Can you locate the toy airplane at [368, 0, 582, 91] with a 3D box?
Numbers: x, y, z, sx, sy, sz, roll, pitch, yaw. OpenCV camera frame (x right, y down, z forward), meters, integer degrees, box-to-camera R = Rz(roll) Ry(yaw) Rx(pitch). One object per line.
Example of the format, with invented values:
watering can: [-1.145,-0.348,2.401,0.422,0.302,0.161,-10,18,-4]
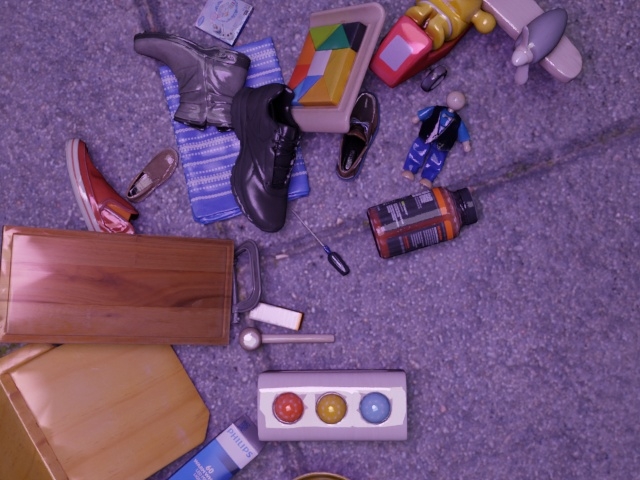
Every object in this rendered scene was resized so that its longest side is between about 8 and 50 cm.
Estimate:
toy airplane: [0.282,-0.471,1.400,0.385,0.272,0.385,1,85,5]

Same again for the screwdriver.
screwdriver: [0.000,0.000,1.513,0.025,0.024,0.170,-41,81,30]

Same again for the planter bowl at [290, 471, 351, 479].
planter bowl: [0.006,0.532,1.438,0.217,0.090,0.217,0,87,4]

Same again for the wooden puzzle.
wooden puzzle: [0.009,-0.320,1.430,0.044,0.221,0.239,18,87,-38]

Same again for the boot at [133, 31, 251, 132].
boot: [-0.263,-0.305,1.497,0.246,0.083,0.161,14,90,5]

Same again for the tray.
tray: [-0.368,0.087,1.414,0.410,0.076,0.203,4,88,-24]

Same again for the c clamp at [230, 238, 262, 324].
c clamp: [-0.157,0.082,1.488,0.022,0.137,0.161,10,70,-37]

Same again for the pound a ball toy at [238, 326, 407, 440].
pound a ball toy: [-0.001,0.267,1.436,0.319,0.136,0.208,0,86,4]

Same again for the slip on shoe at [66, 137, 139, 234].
slip on shoe: [-0.409,-0.049,1.506,0.101,0.123,0.331,-24,88,-12]

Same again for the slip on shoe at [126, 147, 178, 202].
slip on shoe: [-0.337,-0.130,1.536,0.135,0.041,0.051,-44,84,0]

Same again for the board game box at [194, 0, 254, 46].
board game box: [-0.195,-0.451,1.560,0.090,0.020,0.090,29,89,5]

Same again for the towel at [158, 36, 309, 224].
towel: [-0.173,-0.218,1.532,0.243,0.040,0.336,-14,85,2]

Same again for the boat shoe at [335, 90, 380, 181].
boat shoe: [0.075,-0.205,1.498,0.066,0.066,0.183,12,87,5]

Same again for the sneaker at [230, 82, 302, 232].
sneaker: [-0.094,-0.158,1.432,0.130,0.109,0.287,-10,85,41]

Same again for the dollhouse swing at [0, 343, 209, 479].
dollhouse swing: [-0.450,0.355,1.502,0.315,0.305,0.347,-37,83,43]

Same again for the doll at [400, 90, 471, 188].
doll: [0.229,-0.197,1.481,0.129,0.046,0.189,25,101,5]

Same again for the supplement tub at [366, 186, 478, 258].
supplement tub: [0.193,-0.039,1.459,0.197,0.106,0.106,-16,85,3]

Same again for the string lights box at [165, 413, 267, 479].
string lights box: [-0.226,0.443,1.440,0.259,0.133,0.077,-41,84,1]

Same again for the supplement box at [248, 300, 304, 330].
supplement box: [-0.084,0.144,1.487,0.098,0.062,0.036,14,87,4]
